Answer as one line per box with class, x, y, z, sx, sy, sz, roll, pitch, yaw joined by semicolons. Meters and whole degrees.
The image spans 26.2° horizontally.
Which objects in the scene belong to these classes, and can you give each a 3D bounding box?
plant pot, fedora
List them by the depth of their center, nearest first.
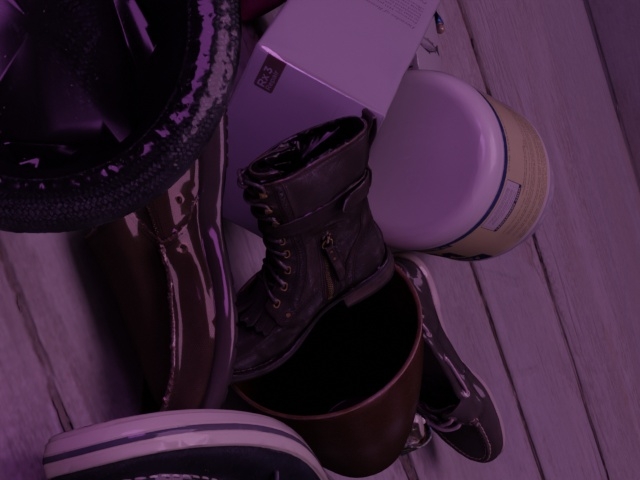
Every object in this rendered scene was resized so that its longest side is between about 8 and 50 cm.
fedora;-0.215;-0.156;1.112;0.152;0.334;0.334;106;-22;-77
plant pot;0.024;0.159;1.505;0.230;0.215;0.215;69;22;-50

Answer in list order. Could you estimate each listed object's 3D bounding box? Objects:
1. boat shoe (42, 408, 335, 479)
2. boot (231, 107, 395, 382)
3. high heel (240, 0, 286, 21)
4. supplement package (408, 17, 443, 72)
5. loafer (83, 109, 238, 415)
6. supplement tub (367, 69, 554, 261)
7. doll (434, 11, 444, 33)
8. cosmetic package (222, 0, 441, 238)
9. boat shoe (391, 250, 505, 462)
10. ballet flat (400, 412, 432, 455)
boat shoe;-0.073;0.274;1.242;0.500;0.187;0.156;48;31;-55
boot;-0.042;0.002;1.344;0.091;0.263;0.229;46;-15;36
high heel;-0.051;-0.331;1.741;0.082;0.117;0.244;36;12;-7
supplement package;0.105;-0.281;1.969;0.105;0.105;0.179;9;71;-64
loafer;-0.160;0.013;1.283;0.130;0.134;0.366;1;79;-22
supplement tub;0.181;-0.093;1.889;0.325;0.235;0.235;11;69;-64
doll;0.149;-0.368;2.173;0.129;0.046;0.189;48;33;-20
cosmetic package;0.005;-0.183;1.538;0.156;0.217;0.385;28;38;-3
boat shoe;0.141;0.176;1.850;0.095;0.112;0.335;-42;113;-43
ballet flat;0.088;0.224;1.746;0.188;0.070;0.070;35;48;-56
